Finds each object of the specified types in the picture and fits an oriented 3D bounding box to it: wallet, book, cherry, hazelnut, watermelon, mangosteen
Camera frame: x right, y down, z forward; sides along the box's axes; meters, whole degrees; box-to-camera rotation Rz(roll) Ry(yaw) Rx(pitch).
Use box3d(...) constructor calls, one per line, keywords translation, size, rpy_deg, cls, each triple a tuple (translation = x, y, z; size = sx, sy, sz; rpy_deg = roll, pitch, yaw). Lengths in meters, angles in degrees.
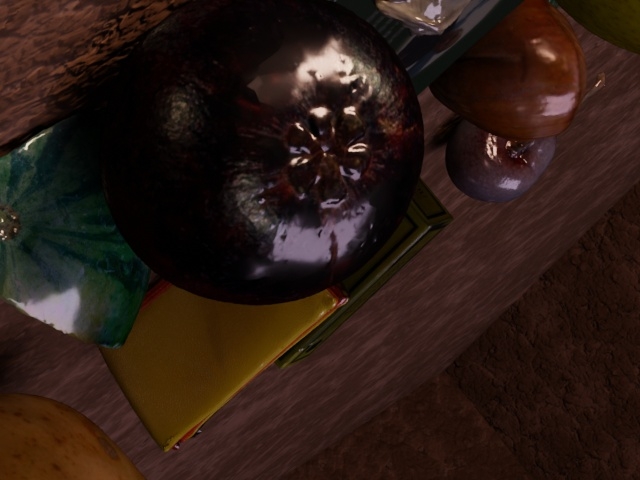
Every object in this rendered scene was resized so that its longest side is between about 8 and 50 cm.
box3d(translation=(-0.095, 0.074, 1.771), size=(0.241, 0.141, 0.067), rpy_deg=(-42, 168, 23), cls="wallet")
box3d(translation=(0.065, -0.184, 1.517), size=(0.260, 0.043, 0.371), rpy_deg=(-41, 168, 22), cls="book")
box3d(translation=(0.224, -0.116, 2.126), size=(0.188, 0.115, 0.148), rpy_deg=(-42, 151, -14), cls="cherry")
box3d(translation=(0.175, -0.153, 1.756), size=(0.150, 0.150, 0.150), rpy_deg=(-37, 169, -8), cls="hazelnut")
box3d(translation=(-0.166, -0.020, 1.293), size=(0.146, 0.128, 0.231), rpy_deg=(-57, 166, 1), cls="watermelon")
box3d(translation=(-0.049, -0.062, 1.240), size=(0.216, 0.216, 0.216), rpy_deg=(-37, 169, -8), cls="mangosteen")

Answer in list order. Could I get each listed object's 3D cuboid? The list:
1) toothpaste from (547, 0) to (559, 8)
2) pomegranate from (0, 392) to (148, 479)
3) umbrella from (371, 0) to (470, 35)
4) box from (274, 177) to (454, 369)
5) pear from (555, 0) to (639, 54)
box3d(translation=(0.204, -0.210, 1.888), size=(0.049, 0.031, 0.204), rpy_deg=(-32, 166, -40), cls="toothpaste")
box3d(translation=(-0.259, 0.289, 1.606), size=(0.342, 0.342, 0.342), rpy_deg=(-37, 169, -8), cls="pomegranate")
box3d(translation=(0.152, -0.287, 1.215), size=(0.358, 0.113, 0.106), rpy_deg=(-47, -165, 14), cls="umbrella")
box3d(translation=(0.000, 0.000, 1.776), size=(0.220, 0.141, 0.064), rpy_deg=(-44, 168, 27), cls="box")
box3d(translation=(0.288, -0.259, 1.357), size=(0.294, 0.294, 0.294), rpy_deg=(-37, 169, -8), cls="pear")
